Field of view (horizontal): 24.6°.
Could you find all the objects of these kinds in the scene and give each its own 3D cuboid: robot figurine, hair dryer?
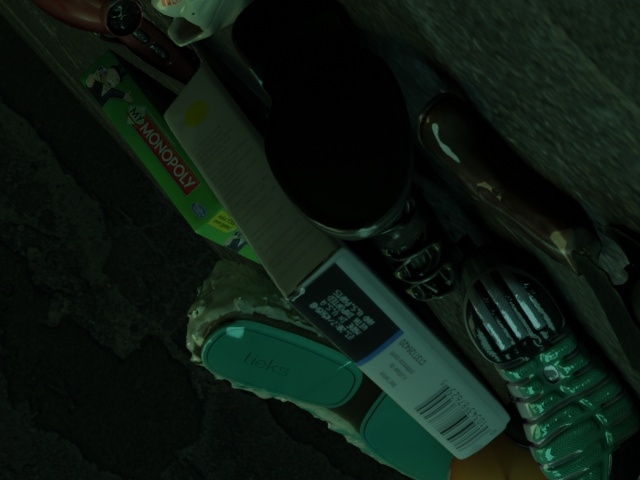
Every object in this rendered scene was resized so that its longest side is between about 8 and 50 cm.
[{"bbox_3d":[0.202,0.264,1.479,0.128,0.158,0.219,7,149,32],"label":"robot figurine"},{"bbox_3d":[-0.185,-0.220,1.396,0.224,0.080,0.293,30,-175,-2],"label":"hair dryer"}]

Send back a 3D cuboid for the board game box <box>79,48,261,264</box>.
[{"bbox_3d":[-0.097,-0.060,1.500,0.213,0.046,0.317,50,-172,24],"label":"board game box"}]

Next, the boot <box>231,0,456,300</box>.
[{"bbox_3d":[0.041,-0.035,0.986,0.229,0.091,0.263,56,-171,-40],"label":"boot"}]

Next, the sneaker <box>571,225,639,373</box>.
[{"bbox_3d":[0.201,0.063,0.781,0.170,0.051,0.089,53,173,4],"label":"sneaker"}]

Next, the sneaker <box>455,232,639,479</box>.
[{"bbox_3d":[0.168,0.091,1.078,0.223,0.083,0.098,60,-174,-27],"label":"sneaker"}]

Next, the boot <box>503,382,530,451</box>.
[{"bbox_3d":[0.191,0.155,1.308,0.121,0.045,0.099,30,163,47],"label":"boot"}]

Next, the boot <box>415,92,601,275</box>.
[{"bbox_3d":[0.113,-0.030,0.855,0.114,0.037,0.106,46,-177,34],"label":"boot"}]

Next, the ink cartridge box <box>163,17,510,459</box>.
[{"bbox_3d":[0.000,0.000,1.182,0.303,0.072,0.307,43,-173,-48],"label":"ink cartridge box"}]

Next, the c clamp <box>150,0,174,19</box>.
[{"bbox_3d":[-0.200,-0.280,1.421,0.160,0.022,0.137,45,173,19],"label":"c clamp"}]

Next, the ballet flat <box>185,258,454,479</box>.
[{"bbox_3d":[0.041,0.130,1.549,0.409,0.147,0.147,30,-179,-25],"label":"ballet flat"}]

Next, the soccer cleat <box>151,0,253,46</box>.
[{"bbox_3d":[-0.090,-0.195,1.021,0.068,0.076,0.196,46,172,18],"label":"soccer cleat"}]
